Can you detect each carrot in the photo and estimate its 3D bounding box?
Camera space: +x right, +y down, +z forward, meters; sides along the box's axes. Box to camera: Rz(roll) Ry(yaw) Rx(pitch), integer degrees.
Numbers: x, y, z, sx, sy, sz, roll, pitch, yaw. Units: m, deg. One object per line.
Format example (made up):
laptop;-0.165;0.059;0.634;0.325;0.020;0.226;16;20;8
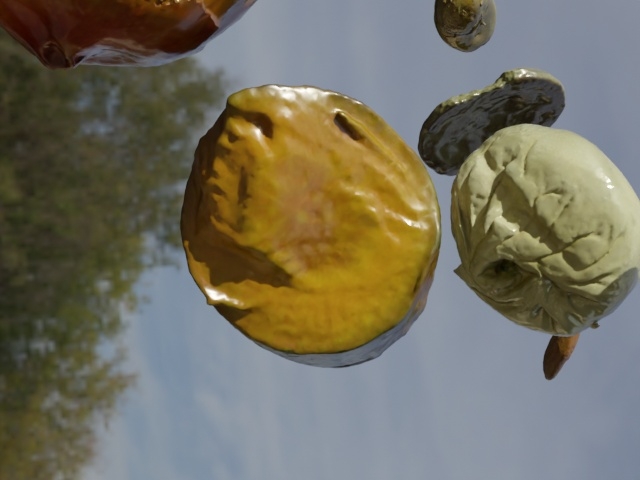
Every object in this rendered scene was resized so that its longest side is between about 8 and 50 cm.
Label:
carrot;0.000;0.000;1.448;0.341;0.241;0.241;60;21;-78

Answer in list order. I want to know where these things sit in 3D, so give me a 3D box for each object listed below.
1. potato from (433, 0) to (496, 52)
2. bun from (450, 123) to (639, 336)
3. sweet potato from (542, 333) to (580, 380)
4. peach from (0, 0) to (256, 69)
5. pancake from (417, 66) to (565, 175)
potato;0.192;-0.306;1.968;0.070;0.091;0.138;33;-10;21
bun;0.229;-0.001;1.542;0.229;0.145;0.229;32;-37;28
sweet potato;0.323;0.111;1.936;0.044;0.044;0.179;-122;-144;-55
peach;-0.177;-0.324;1.252;0.290;0.372;0.372;-15;-102;35
pancake;0.257;-0.181;2.222;0.236;0.222;0.042;-36;-122;18
